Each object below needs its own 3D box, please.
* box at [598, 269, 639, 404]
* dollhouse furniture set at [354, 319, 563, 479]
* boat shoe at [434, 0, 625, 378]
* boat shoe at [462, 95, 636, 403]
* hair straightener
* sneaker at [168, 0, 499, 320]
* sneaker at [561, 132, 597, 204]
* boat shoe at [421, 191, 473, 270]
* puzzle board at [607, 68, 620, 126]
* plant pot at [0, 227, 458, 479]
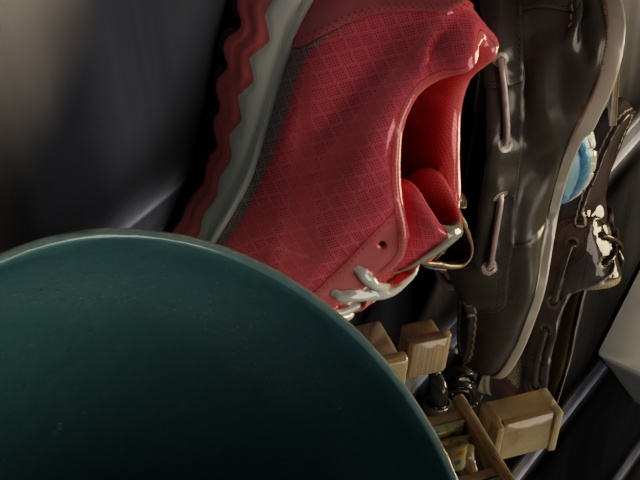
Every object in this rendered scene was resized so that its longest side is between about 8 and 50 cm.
[{"bbox_3d":[0.478,0.136,1.977,0.168,0.215,0.345,-62,158,-5],"label":"box"},{"bbox_3d":[0.106,0.130,1.182,0.182,0.101,0.161,-12,134,-18],"label":"dollhouse furniture set"},{"bbox_3d":[0.122,-0.042,1.191,0.112,0.095,0.335,-94,-167,-51],"label":"boat shoe"},{"bbox_3d":[0.208,0.014,1.403,0.103,0.092,0.285,-18,132,-64],"label":"boat shoe"},{"bbox_3d":[0.105,0.152,1.408,0.089,0.047,0.230,-49,149,-33],"label":"hair straightener"},{"bbox_3d":[0.000,0.000,0.873,0.116,0.136,0.314,-25,136,-56],"label":"sneaker"},{"bbox_3d":[0.165,-0.082,1.280,0.073,0.063,0.162,-34,143,-20],"label":"sneaker"},{"bbox_3d":[0.058,-0.023,1.070,0.066,0.066,0.183,-64,158,-1],"label":"boat shoe"},{"bbox_3d":[0.214,-0.164,1.261,0.096,0.011,0.128,81,8,-51],"label":"puzzle board"},{"bbox_3d":[-0.102,0.164,0.707,0.290,0.290,0.195,-44,-173,-40],"label":"plant pot"}]
